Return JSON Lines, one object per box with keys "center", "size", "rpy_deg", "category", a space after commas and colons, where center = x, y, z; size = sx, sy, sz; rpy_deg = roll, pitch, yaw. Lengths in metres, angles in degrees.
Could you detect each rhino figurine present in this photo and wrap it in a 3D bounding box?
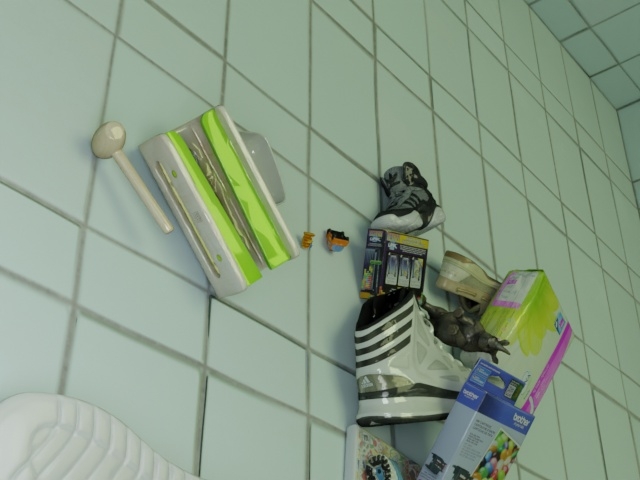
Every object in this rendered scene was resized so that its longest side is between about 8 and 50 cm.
{"center": [0.297, 0.189, 2.011], "size": [0.073, 0.243, 0.106], "rpy_deg": [-55, 132, -12], "category": "rhino figurine"}

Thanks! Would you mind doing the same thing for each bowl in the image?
{"center": [-0.131, -0.117, 1.712], "size": [0.142, 0.053, 0.142], "rpy_deg": [-8, 76, -57], "category": "bowl"}

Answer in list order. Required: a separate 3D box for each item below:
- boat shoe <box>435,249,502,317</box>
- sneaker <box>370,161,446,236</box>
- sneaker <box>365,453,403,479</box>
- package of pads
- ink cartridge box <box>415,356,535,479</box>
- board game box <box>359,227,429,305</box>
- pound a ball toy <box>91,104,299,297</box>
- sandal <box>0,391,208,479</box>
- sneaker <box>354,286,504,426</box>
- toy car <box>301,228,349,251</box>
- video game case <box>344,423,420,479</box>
{"center": [0.358, 0.124, 2.256], "size": [0.302, 0.109, 0.098], "rpy_deg": [35, 79, -47], "category": "boat shoe"}
{"center": [0.164, -0.083, 2.096], "size": [0.268, 0.101, 0.153], "rpy_deg": [-8, 71, -58], "category": "sneaker"}
{"center": [0.131, 0.447, 1.680], "size": [0.073, 0.063, 0.162], "rpy_deg": [19, 56, -54], "category": "sneaker"}
{"center": [0.444, 0.231, 2.189], "size": [0.296, 0.101, 0.229], "rpy_deg": [-53, 126, -32], "category": "package of pads"}
{"center": [0.284, 0.383, 1.787], "size": [0.186, 0.065, 0.311], "rpy_deg": [31, 82, -43], "category": "ink cartridge box"}
{"center": [0.151, 0.056, 1.979], "size": [0.170, 0.048, 0.141], "rpy_deg": [12, 83, -53], "category": "board game box"}
{"center": [-0.206, -0.061, 1.524], "size": [0.208, 0.136, 0.319], "rpy_deg": [-33, 99, -32], "category": "pound a ball toy"}
{"center": [-0.246, 0.331, 1.212], "size": [0.416, 0.102, 0.169], "rpy_deg": [36, 57, -25], "category": "sandal"}
{"center": [0.223, 0.216, 1.885], "size": [0.447, 0.169, 0.257], "rpy_deg": [9, 72, -51], "category": "sneaker"}
{"center": [0.000, 0.000, 1.866], "size": [0.122, 0.060, 0.040], "rpy_deg": [5, 109, -37], "category": "toy car"}
{"center": [0.111, 0.465, 1.721], "size": [0.206, 0.026, 0.227], "rpy_deg": [39, 41, -37], "category": "video game case"}
